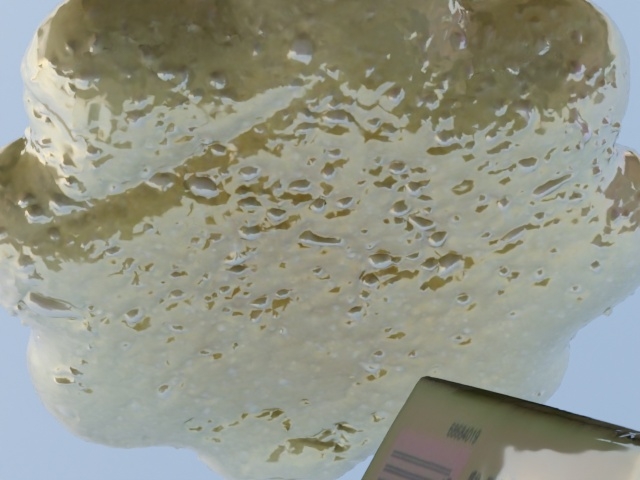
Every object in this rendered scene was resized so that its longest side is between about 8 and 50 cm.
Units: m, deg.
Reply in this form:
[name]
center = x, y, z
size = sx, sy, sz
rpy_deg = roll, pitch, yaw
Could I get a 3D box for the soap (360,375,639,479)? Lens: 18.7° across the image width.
[soap]
center = 0.104, 0.146, 0.602
size = 0.182, 0.199, 0.138
rpy_deg = 31, -98, -18

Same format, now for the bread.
[bread]
center = 0.000, 0.000, 0.833
size = 0.316, 0.316, 0.054
rpy_deg = -6, -139, 0
